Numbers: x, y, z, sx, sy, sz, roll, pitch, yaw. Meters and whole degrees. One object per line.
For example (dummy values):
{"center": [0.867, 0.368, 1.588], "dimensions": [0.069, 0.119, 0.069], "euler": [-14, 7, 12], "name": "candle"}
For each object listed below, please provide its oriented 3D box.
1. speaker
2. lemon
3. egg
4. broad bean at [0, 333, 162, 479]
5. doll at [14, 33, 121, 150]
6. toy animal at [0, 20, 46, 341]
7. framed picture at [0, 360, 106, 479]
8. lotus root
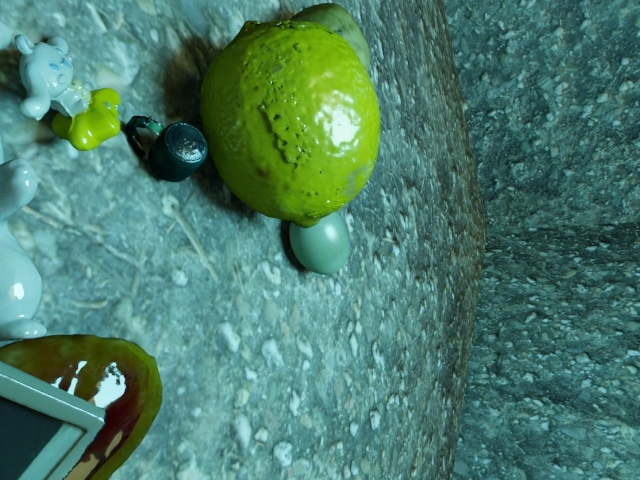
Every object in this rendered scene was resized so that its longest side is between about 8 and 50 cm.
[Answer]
{"center": [-0.197, -0.115, 0.545], "dimensions": [0.094, 0.075, 0.060], "euler": [11, 68, -34], "name": "speaker"}
{"center": [-0.039, -0.165, 0.642], "dimensions": [0.258, 0.258, 0.310], "euler": [-38, 120, -55], "name": "lemon"}
{"center": [0.000, 0.000, 0.832], "dimensions": [0.114, 0.114, 0.152], "euler": [-56, 136, -47], "name": "egg"}
{"center": [-0.247, 0.160, 0.376], "dimensions": [0.228, 0.122, 0.156], "euler": [-15, 102, -58], "name": "broad bean"}
{"center": [-0.262, -0.155, 0.439], "dimensions": [0.113, 0.072, 0.135], "euler": [50, 18, -73], "name": "doll"}
{"center": [-0.286, -0.049, 0.305], "dimensions": [0.141, 0.138, 0.282], "euler": [-4, 95, -37], "name": "toy animal"}
{"center": [-0.289, 0.171, 0.243], "dimensions": [0.192, 0.018, 0.265], "euler": [44, 78, -32], "name": "framed picture"}
{"center": [0.015, -0.364, 0.845], "dimensions": [0.182, 0.183, 0.310], "euler": [65, 33, -33], "name": "lotus root"}
